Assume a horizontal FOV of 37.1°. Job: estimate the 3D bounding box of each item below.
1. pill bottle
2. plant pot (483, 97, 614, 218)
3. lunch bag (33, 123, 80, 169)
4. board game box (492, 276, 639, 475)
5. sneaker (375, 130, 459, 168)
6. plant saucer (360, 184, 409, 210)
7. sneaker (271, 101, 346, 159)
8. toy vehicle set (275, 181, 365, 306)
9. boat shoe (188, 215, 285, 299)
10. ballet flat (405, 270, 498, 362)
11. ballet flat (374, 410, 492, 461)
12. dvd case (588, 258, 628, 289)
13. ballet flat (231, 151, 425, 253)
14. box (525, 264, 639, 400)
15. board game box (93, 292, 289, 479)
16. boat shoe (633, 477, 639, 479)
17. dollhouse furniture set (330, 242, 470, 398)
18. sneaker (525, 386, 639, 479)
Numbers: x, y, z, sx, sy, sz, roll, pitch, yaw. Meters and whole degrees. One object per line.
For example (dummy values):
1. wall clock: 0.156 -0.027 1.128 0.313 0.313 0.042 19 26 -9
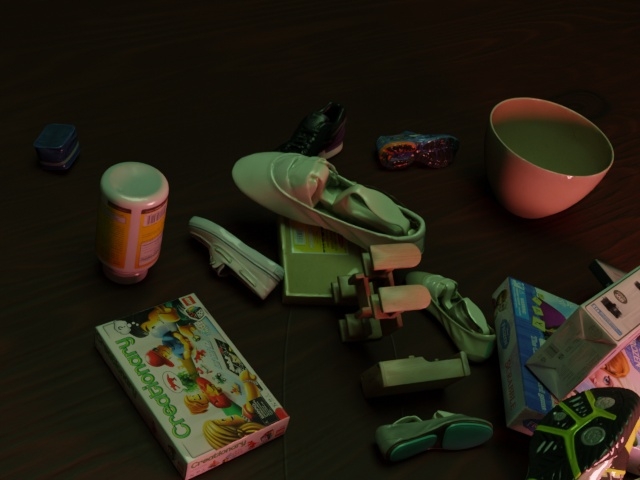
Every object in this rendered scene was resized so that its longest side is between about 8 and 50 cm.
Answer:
1. pill bottle: -0.337 -0.025 1.687 0.117 0.215 0.117 10 41 -8
2. plant pot: 0.484 -0.162 2.140 0.284 0.191 0.284 10 41 -9
3. lunch bag: -0.528 -0.187 1.923 0.067 0.065 0.098 6 40 11
4. board game box: 0.472 0.245 1.725 0.317 0.066 0.319 22 39 -15
5. sneaker: 0.225 -0.221 2.208 0.221 0.083 0.087 -2 36 -26
6. plant saucer: 0.130 -0.070 1.994 0.168 0.029 0.168 25 22 -11
7. sneaker: -0.037 -0.219 2.077 0.107 0.124 0.283 29 42 14
8. toy vehicle set: 0.000 0.000 1.853 0.165 0.035 0.267 4 59 -15
9. boat shoe: -0.174 0.032 1.784 0.226 0.083 0.076 29 77 27
10. ballet flat: 0.254 0.124 1.824 0.086 0.086 0.248 -15 49 -32
11. ballet flat: 0.189 0.316 1.596 0.213 0.072 0.068 -6 39 -24
12. dvd case: 0.656 0.147 1.918 0.179 0.030 0.239 20 30 -41
13. ballet flat: 0.027 -0.085 1.811 0.400 0.139 0.139 27 41 0
14. box: 0.498 0.149 1.655 0.087 0.169 0.290 48 40 18
15. board game box: -0.216 0.230 1.567 0.192 0.053 0.305 -19 52 -34
16. boat shoe: 0.599 0.440 1.559 0.302 0.091 0.114 0 52 -26
17. dollhouse furniture set: 0.144 0.141 1.679 0.160 0.212 0.242 -4 71 -20
18. sneaker: 0.395 0.390 1.487 0.145 0.147 0.385 5 46 49
